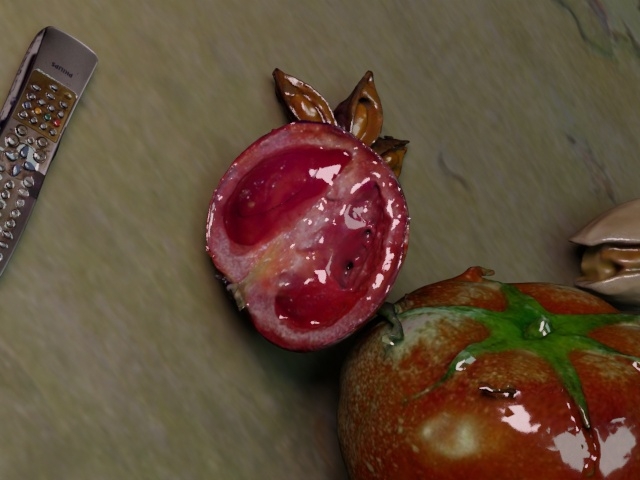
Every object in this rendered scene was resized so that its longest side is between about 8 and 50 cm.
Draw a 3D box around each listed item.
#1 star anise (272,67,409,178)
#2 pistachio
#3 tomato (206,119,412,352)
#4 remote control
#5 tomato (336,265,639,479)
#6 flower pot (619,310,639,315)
[{"bbox_3d":[0.032,-0.082,1.126,0.157,0.053,0.212,-42,104,-34],"label":"star anise"},{"bbox_3d":[0.365,0.012,1.288,0.223,0.152,0.126,-9,96,-32],"label":"pistachio"},{"bbox_3d":[0.000,0.000,1.027,0.189,0.173,0.099,55,8,21],"label":"tomato"},{"bbox_3d":[-0.234,-0.071,0.944,0.059,0.028,0.212,34,63,-31],"label":"remote control"},{"bbox_3d":[0.163,0.171,1.026,0.303,0.303,0.239,-11,119,-37],"label":"tomato"},{"bbox_3d":[0.316,0.166,1.266,0.251,0.084,0.179,3,79,-35],"label":"flower pot"}]
